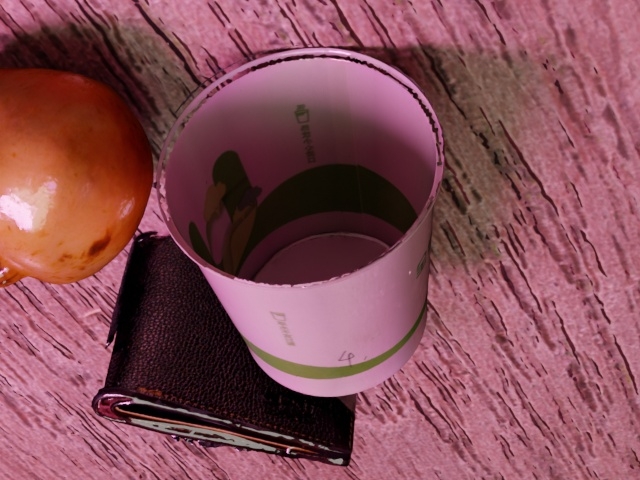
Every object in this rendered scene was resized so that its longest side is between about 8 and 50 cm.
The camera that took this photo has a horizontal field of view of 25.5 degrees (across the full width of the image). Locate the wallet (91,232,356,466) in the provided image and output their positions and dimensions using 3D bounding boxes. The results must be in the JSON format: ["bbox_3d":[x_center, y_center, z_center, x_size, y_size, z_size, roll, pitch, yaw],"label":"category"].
[{"bbox_3d":[-0.084,0.109,1.438,0.262,0.221,0.071,15,134,-9],"label":"wallet"}]

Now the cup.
[{"bbox_3d":[0.000,0.000,1.302,0.253,0.253,0.274,-1,147,9],"label":"cup"}]

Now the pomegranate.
[{"bbox_3d":[-0.253,-0.063,1.279,0.209,0.209,0.209,4,139,3],"label":"pomegranate"}]
